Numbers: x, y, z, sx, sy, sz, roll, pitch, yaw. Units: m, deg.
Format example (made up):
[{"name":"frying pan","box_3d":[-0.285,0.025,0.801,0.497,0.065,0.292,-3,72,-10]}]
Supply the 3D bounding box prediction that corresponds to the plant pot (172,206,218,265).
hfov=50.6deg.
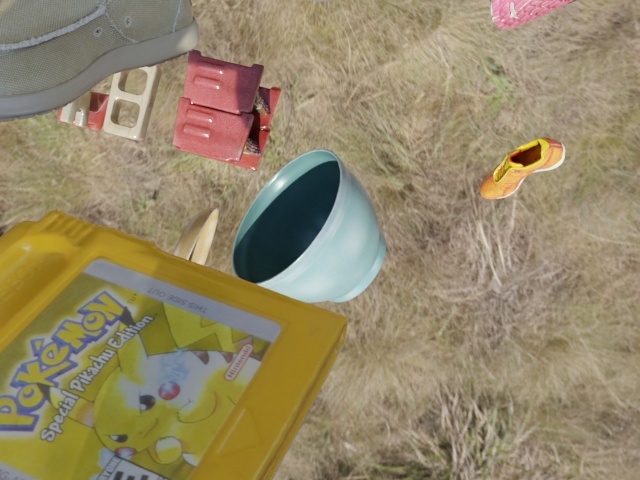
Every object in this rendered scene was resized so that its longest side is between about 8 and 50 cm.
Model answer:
[{"name":"plant pot","box_3d":[-0.229,0.049,1.141,0.033,0.236,0.236,20,114,-3]}]

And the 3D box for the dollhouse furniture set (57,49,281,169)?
[{"name":"dollhouse furniture set","box_3d":[-0.271,-0.233,1.100,0.375,0.201,0.152,14,94,1]}]

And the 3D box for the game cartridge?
[{"name":"game cartridge","box_3d":[-0.179,0.110,0.521,0.324,0.285,0.052,20,135,14]}]

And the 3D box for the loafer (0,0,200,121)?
[{"name":"loafer","box_3d":[-0.182,-0.148,0.449,0.102,0.268,0.092,8,120,22]}]

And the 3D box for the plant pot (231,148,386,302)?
[{"name":"plant pot","box_3d":[0.000,0.000,1.289,0.196,0.293,0.293,35,111,-31]}]

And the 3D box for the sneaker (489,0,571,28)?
[{"name":"sneaker","box_3d":[0.302,-0.360,0.880,0.121,0.299,0.112,-18,102,49]}]

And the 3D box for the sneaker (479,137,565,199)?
[{"name":"sneaker","box_3d":[0.319,-0.123,1.117,0.068,0.064,0.175,8,151,-28]}]
